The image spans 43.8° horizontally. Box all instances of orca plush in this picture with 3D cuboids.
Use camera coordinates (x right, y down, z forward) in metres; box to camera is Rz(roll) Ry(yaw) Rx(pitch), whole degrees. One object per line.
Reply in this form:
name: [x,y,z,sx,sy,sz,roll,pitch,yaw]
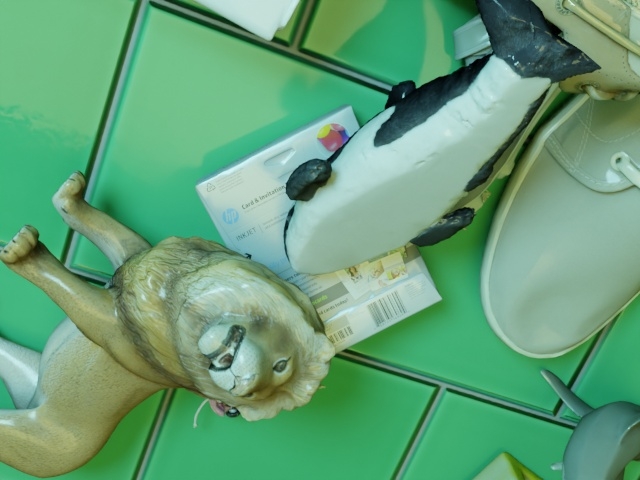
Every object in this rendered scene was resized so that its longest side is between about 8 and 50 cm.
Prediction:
orca plush: [0.052,-0.081,0.556,0.151,0.102,0.287,3,150,-16]

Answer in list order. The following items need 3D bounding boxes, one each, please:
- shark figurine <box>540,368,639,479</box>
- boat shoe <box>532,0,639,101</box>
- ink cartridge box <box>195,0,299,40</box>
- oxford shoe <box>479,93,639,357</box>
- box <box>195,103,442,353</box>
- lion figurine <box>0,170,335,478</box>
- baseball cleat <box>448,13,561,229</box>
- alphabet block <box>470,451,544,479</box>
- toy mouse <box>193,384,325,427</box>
shark figurine: [0.265,0.194,0.688,0.166,0.278,0.116,50,126,-1]
boat shoe: [0.185,-0.148,0.498,0.341,0.121,0.110,35,120,-11]
ink cartridge box: [-0.104,-0.291,0.535,0.273,0.115,0.198,27,108,-13]
oxford shoe: [0.289,-0.077,0.641,0.169,0.130,0.449,32,107,-17]
box: [0.000,0.000,0.680,0.145,0.038,0.186,-28,106,0]
lion figurine: [-0.188,0.106,0.664,0.240,0.142,0.392,43,125,-16]
baseball cleat: [0.135,-0.114,0.656,0.109,0.072,0.206,35,101,-1]
alphabet block: [0.196,0.368,0.776,0.193,0.192,0.197,38,105,-18]
toy mouse: [-0.063,0.110,0.738,0.143,0.031,0.161,16,106,-9]
